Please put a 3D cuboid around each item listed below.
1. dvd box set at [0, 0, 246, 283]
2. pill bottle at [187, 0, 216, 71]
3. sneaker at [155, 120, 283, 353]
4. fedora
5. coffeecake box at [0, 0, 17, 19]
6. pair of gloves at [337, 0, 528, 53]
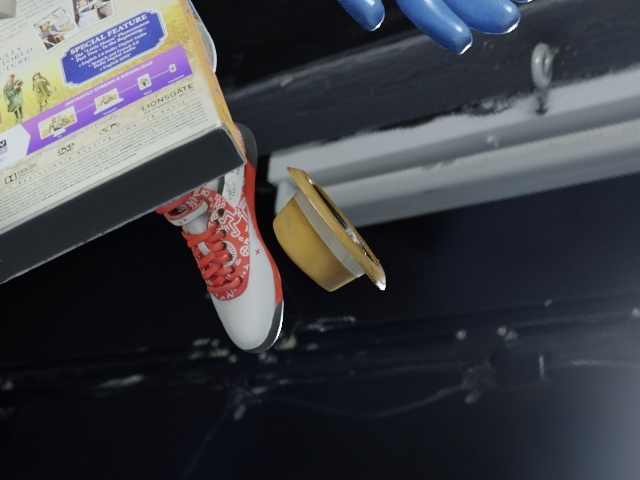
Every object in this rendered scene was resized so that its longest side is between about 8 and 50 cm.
[{"bbox_3d":[-0.267,-0.168,0.934,0.307,0.420,0.062,-26,-38,4],"label":"dvd box set"},{"bbox_3d":[-0.239,-0.285,1.216,0.152,0.272,0.152,-14,-46,-15],"label":"pill bottle"},{"bbox_3d":[-0.126,-0.008,1.043,0.090,0.145,0.270,-14,-100,33],"label":"sneaker"},{"bbox_3d":[0.000,0.000,1.191,0.079,0.194,0.194,-39,-73,6],"label":"fedora"},{"bbox_3d":[-0.300,-0.177,0.568,0.142,0.185,0.068,3,-89,32],"label":"coffeecake box"},{"bbox_3d":[0.072,-0.176,0.463,0.159,0.198,0.023,49,-21,16],"label":"pair of gloves"}]
